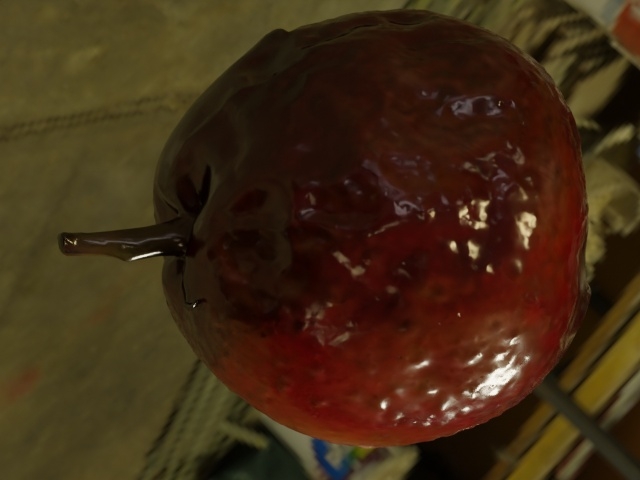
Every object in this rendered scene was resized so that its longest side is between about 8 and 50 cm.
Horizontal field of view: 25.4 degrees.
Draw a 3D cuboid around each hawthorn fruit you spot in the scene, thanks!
[{"bbox_3d":[0.000,0.000,0.726,0.266,0.230,0.210,-11,145,-20],"label":"hawthorn fruit"}]
